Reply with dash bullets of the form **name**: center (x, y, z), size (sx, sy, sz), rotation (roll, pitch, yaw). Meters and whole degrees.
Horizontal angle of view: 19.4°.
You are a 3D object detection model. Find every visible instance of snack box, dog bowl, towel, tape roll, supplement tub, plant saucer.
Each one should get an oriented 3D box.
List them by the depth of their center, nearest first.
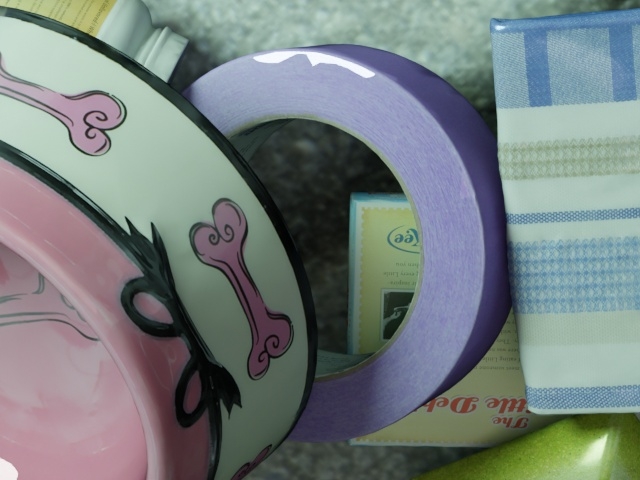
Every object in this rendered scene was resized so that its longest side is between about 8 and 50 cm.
- **towel**: center (0.226, -0.018, 1.240), size (0.209, 0.034, 0.285), rotation (-5, 106, 12)
- **dog bowl**: center (-0.215, 0.055, 1.245), size (0.408, 0.150, 0.408), rotation (16, 131, 19)
- **supplement tub**: center (-0.208, -0.131, 1.319), size (0.199, 0.144, 0.144), rotation (26, 99, -4)
- **tape roll**: center (0.000, 0.000, 1.320), size (0.275, 0.090, 0.275), rotation (4, 100, 24)
- **plant saucer**: center (0.184, 0.225, 1.377), size (0.188, 0.045, 0.188), rotation (-25, 118, 26)
- **snack box**: center (0.180, 0.061, 1.395), size (0.322, 0.060, 0.187), rotation (1, 99, 0)
